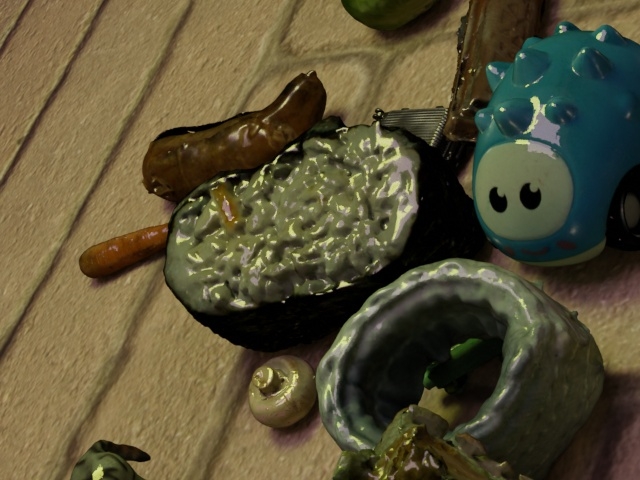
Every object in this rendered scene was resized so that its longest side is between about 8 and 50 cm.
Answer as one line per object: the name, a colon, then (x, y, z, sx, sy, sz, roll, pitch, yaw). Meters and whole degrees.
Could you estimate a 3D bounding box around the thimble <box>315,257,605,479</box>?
thimble: (0.127, 0.126, 1.405, 0.250, 0.172, 0.205, -20, 62, 21)

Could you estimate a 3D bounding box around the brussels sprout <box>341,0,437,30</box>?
brussels sprout: (0.093, -0.342, 1.979, 0.155, 0.117, 0.155, -11, 67, 26)

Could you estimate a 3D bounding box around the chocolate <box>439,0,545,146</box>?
chocolate: (0.207, -0.242, 1.775, 0.102, 0.065, 0.329, 10, 54, 6)

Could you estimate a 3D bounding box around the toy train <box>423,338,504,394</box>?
toy train: (0.151, 0.104, 1.546, 0.122, 0.050, 0.081, -33, 26, 15)

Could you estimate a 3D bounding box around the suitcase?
suitcase: (0.109, -0.109, 1.783, 0.126, 0.059, 0.086, 1, 58, 46)

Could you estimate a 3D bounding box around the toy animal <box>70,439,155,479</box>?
toy animal: (-0.230, 0.331, 1.612, 0.089, 0.170, 0.255, -14, 29, 29)

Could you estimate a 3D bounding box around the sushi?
sushi: (0.000, 0.000, 1.688, 0.350, 0.171, 0.211, -24, 62, 24)

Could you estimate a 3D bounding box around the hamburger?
hamburger: (0.122, 0.271, 1.235, 0.192, 0.288, 0.168, -55, 0, 18)

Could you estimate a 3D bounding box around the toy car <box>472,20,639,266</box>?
toy car: (0.240, -0.103, 1.529, 0.188, 0.190, 0.255, -2, 56, 48)

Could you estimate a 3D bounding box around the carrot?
carrot: (-0.242, 0.005, 2.042, 0.191, 0.047, 0.047, -22, 42, 28)

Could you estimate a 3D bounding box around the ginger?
ginger: (-0.121, -0.113, 1.989, 0.309, 0.107, 0.133, -15, 22, 37)

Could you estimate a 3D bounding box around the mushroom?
mushroom: (-0.043, 0.161, 1.667, 0.083, 0.067, 0.084, -20, 48, 24)
